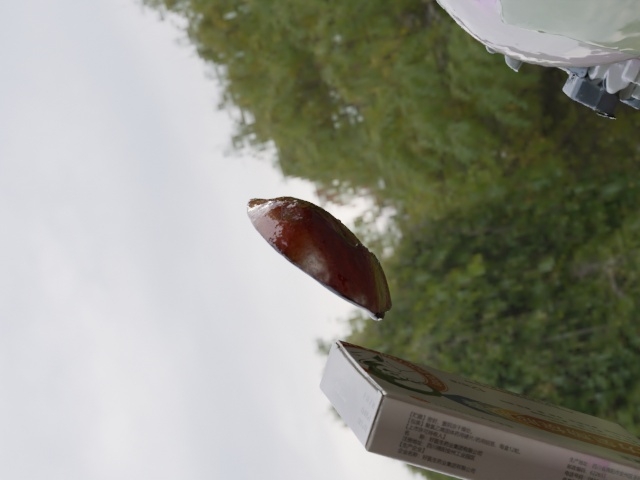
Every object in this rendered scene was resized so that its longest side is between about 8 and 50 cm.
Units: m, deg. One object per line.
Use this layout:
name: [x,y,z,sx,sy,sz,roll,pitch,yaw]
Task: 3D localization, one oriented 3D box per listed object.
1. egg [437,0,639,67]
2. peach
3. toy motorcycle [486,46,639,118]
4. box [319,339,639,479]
egg: [0.112,-0.161,0.499,0.217,0.183,0.183,119,148,-57]
peach: [0.003,-0.002,1.607,0.189,0.068,0.279,28,-169,-49]
toy motorcycle: [0.212,-0.166,1.069,0.221,0.150,0.102,-98,31,-72]
box: [0.188,0.199,1.320,0.214,0.353,0.069,-142,68,-75]
